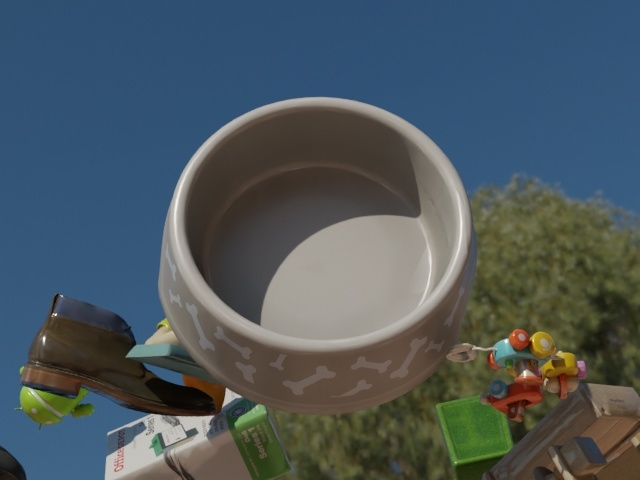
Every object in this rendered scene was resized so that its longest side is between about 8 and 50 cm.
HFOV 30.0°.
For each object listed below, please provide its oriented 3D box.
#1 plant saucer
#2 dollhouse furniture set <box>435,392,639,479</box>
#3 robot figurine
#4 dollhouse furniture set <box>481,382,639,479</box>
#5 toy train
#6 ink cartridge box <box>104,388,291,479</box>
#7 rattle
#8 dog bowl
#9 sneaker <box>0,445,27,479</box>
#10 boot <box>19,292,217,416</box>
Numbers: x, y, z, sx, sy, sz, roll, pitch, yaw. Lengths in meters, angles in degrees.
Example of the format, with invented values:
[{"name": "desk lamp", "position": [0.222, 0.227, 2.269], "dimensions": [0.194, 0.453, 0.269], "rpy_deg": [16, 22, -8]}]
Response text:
[{"name": "plant saucer", "position": [-0.124, 0.142, 1.324], "dimensions": [0.067, 0.018, 0.192], "rpy_deg": [-7, -21, 38]}, {"name": "dollhouse furniture set", "position": [0.334, 0.318, 1.671], "dimensions": [0.302, 0.151, 0.197], "rpy_deg": [-12, -66, 4]}, {"name": "robot figurine", "position": [-0.333, 0.186, 1.516], "dimensions": [0.115, 0.067, 0.101], "rpy_deg": [-47, -66, -7]}, {"name": "dollhouse furniture set", "position": [0.353, 0.347, 1.271], "dimensions": [0.303, 0.355, 0.174], "rpy_deg": [9, -49, -42]}, {"name": "toy train", "position": [0.200, 0.145, 1.203], "dimensions": [0.125, 0.046, 0.166], "rpy_deg": [-19, -33, 23]}, {"name": "ink cartridge box", "position": [-0.161, 0.271, 1.527], "dimensions": [0.219, 0.160, 0.092], "rpy_deg": [-23, -73, -3]}, {"name": "rattle", "position": [-0.099, 0.119, 1.413], "dimensions": [0.200, 0.142, 0.130], "rpy_deg": [-25, -7, 23]}, {"name": "dog bowl", "position": [0.000, 0.000, 1.237], "dimensions": [0.349, 0.348, 0.102], "rpy_deg": [-8, -30, -8]}, {"name": "sneaker", "position": [-0.335, 0.214, 0.892], "dimensions": [0.267, 0.106, 0.101], "rpy_deg": [-2, -68, -43]}, {"name": "boot", "position": [-0.209, 0.130, 1.307], "dimensions": [0.219, 0.106, 0.082], "rpy_deg": [15, -13, -21]}]
